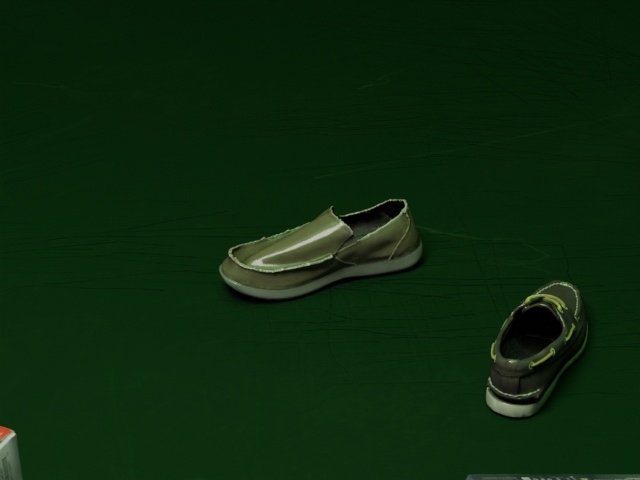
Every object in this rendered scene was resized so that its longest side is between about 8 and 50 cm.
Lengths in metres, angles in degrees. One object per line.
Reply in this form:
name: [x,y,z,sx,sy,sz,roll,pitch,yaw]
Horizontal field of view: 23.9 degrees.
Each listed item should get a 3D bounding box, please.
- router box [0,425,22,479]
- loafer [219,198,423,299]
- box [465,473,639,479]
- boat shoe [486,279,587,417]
router box: [-0.348,0.256,1.115,0.301,0.335,0.082,12,33,23]
loafer: [0.000,0.000,1.775,0.251,0.087,0.094,-13,33,-20]
box: [0.250,0.268,1.271,0.232,0.059,0.183,5,23,-35]
boat shoe: [0.237,0.099,1.620,0.081,0.069,0.228,11,33,19]
